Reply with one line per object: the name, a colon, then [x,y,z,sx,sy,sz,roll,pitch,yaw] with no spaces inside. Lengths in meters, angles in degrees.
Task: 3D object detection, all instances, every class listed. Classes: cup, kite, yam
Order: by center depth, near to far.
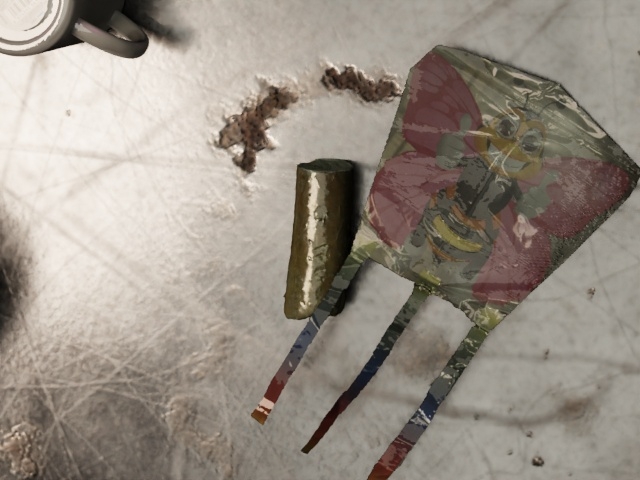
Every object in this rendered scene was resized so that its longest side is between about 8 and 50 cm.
kite: [0.093,0.027,1.536,0.204,0.022,0.360,30,93,0]
cup: [-0.206,-0.201,1.551,0.136,0.133,0.099,5,101,12]
yam: [0.000,0.000,1.571,0.054,0.054,0.132,6,97,11]
